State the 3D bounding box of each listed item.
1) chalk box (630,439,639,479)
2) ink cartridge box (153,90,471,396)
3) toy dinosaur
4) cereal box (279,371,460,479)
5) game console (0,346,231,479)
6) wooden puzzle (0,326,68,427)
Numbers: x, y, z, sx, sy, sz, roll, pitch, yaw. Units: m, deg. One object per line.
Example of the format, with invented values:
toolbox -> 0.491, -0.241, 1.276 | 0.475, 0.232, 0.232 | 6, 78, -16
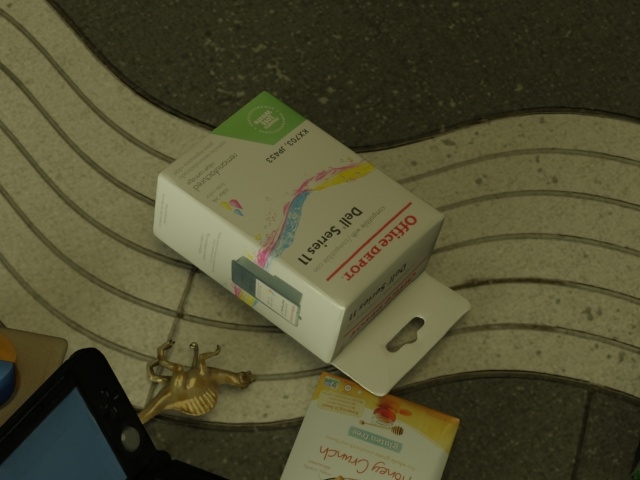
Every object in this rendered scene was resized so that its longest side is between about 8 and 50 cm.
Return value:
chalk box -> 0.483, 0.170, 1.892 | 0.179, 0.289, 0.180 | 22, 61, 7
ink cartridge box -> 0.000, 0.000, 2.014 | 0.353, 0.119, 0.207 | 35, 53, 17
toy dinosaur -> -0.164, 0.167, 1.963 | 0.183, 0.053, 0.092 | -24, 67, -18
cereal box -> 0.041, 0.283, 1.920 | 0.173, 0.047, 0.240 | 18, 60, 5
game console -> -0.208, 0.275, 1.771 | 0.173, 0.250, 0.293 | -12, 23, 34
wooden puzzle -> -0.466, 0.180, 1.847 | 0.322, 0.080, 0.348 | 10, 41, 0
